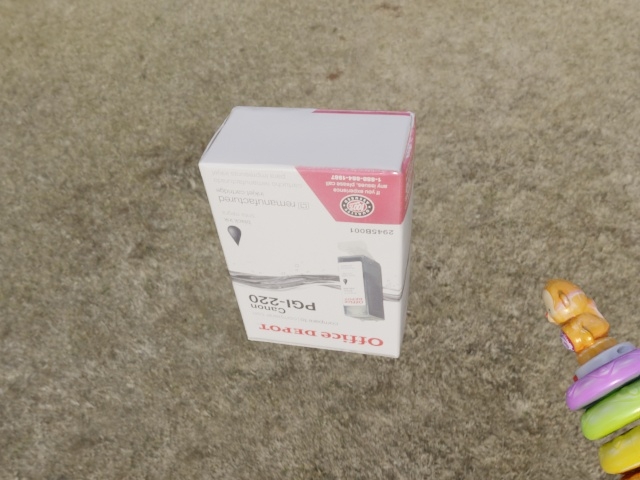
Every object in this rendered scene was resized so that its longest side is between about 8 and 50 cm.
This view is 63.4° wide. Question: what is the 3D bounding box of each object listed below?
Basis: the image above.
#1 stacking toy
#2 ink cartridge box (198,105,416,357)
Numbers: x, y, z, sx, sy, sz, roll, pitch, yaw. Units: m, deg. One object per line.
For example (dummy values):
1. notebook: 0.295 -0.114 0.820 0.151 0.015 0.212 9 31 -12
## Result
1. stacking toy: 0.309 0.161 0.498 0.166 0.175 0.301 -35 59 11
2. ink cartridge box: 0.000 0.000 0.465 0.159 0.217 0.092 5 44 13
